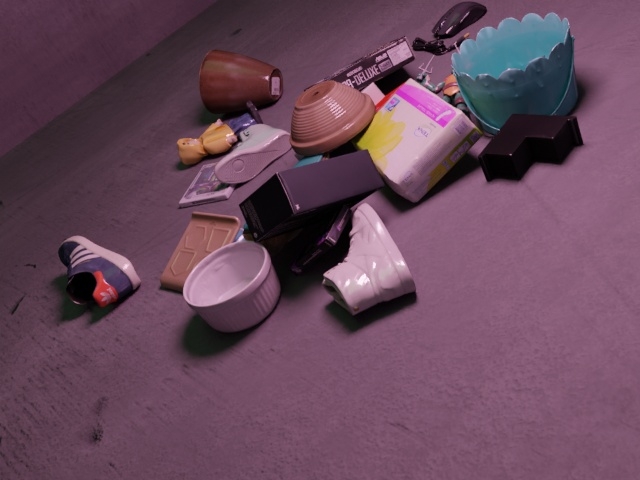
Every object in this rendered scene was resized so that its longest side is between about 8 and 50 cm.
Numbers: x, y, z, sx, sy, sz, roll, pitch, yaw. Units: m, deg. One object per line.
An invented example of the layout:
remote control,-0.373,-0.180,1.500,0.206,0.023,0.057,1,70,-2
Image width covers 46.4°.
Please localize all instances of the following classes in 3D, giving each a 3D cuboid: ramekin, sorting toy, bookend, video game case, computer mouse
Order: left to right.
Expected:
sorting toy,-0.293,0.033,1.842,0.193,0.038,0.208,8,70,43
video game case,-0.310,-0.175,2.198,0.173,0.022,0.190,-8,38,29
ramekin,-0.185,0.107,1.639,0.207,0.109,0.207,-20,33,14
computer mouse,0.413,-0.661,2.280,0.262,0.060,0.184,-34,32,-7
bookend,0.451,-0.196,1.604,0.157,0.072,0.156,12,51,45

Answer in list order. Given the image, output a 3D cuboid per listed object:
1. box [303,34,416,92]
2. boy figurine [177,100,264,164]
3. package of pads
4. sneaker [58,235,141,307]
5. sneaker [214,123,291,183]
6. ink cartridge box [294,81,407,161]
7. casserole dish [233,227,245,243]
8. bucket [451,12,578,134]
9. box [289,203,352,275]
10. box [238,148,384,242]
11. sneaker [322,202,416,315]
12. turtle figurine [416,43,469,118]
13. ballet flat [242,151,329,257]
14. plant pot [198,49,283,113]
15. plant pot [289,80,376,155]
box,0.109,-0.485,2.186,0.308,0.076,0.242,-29,12,1
boy figurine,-0.323,-0.337,2.370,0.285,0.092,0.177,-27,35,-2
package of pads,0.214,-0.239,1.768,0.229,0.101,0.296,-47,32,7
sneaker,-0.632,0.089,1.979,0.350,0.131,0.148,11,46,45
sneaker,-0.220,-0.254,2.169,0.256,0.094,0.151,-32,37,-23
ink cartridge box,0.076,-0.324,1.990,0.275,0.060,0.239,-47,9,-25
casserole dish,-0.247,0.004,1.894,0.188,0.037,0.114,13,52,45
bucket,0.464,-0.385,1.752,0.281,0.183,0.281,-21,33,14
box,0.000,0.000,1.650,0.162,0.029,0.116,-42,15,48
box,-0.019,-0.100,1.648,0.261,0.103,0.184,-19,-6,-38
sneaker,0.069,0.036,1.545,0.169,0.108,0.292,-25,34,1
turtle figurine,0.341,-0.400,1.927,0.175,0.118,0.234,-22,46,44
ballet flat,-0.063,-0.087,1.810,0.123,0.123,0.348,0,39,37
plant pot,-0.250,-0.525,2.494,0.231,0.215,0.215,8,45,22
plant pot,0.011,-0.327,1.889,0.238,0.109,0.237,-24,30,15
